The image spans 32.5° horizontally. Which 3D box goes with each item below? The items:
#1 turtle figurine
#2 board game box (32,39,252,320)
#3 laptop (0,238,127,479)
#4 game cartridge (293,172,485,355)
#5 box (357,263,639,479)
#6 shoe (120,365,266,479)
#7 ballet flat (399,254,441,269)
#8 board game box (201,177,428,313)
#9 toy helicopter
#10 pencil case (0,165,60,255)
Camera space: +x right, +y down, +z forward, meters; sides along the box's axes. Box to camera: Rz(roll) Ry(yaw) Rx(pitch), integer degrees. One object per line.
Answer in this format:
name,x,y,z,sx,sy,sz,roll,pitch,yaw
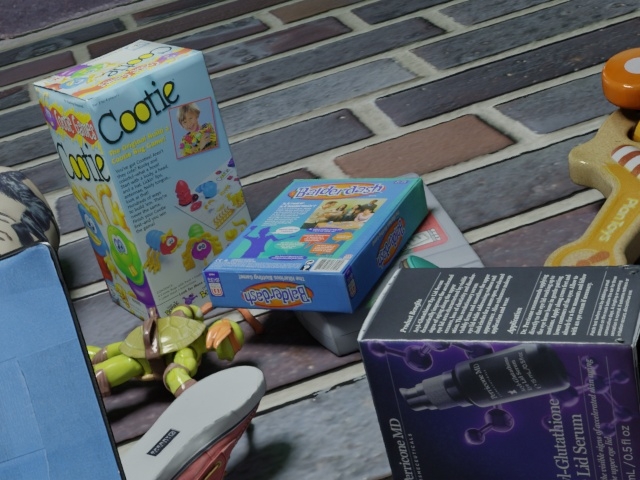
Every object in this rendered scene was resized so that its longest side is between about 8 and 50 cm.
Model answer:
turtle figurine,-0.163,0.117,1.055,0.217,0.087,0.269,-15,26,-1
board game box,-0.185,-0.063,1.213,0.144,0.275,0.142,-29,29,-27
laptop,-0.299,0.253,0.600,0.382,0.236,0.408,-21,27,14
game cartridge,0.051,0.016,1.190,0.196,0.060,0.294,-20,26,-2
box,0.151,0.109,0.836,0.207,0.153,0.108,-3,29,26
shoe,-0.102,0.183,0.897,0.063,0.081,0.178,9,37,39
ballet flat,0.128,0.082,0.988,0.074,0.074,0.203,-27,38,-23
board game box,0.000,0.000,1.133,0.160,0.047,0.210,1,29,29
toy helicopter,0.347,-0.042,1.108,0.235,0.140,0.355,18,51,35
pencil case,-0.386,0.058,1.206,0.183,0.160,0.410,-43,23,11
